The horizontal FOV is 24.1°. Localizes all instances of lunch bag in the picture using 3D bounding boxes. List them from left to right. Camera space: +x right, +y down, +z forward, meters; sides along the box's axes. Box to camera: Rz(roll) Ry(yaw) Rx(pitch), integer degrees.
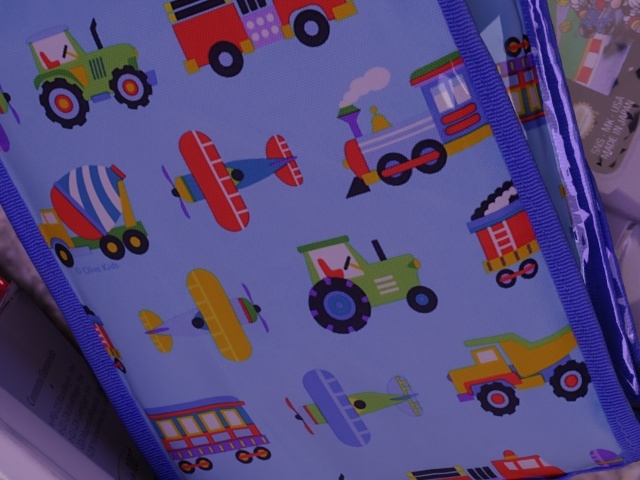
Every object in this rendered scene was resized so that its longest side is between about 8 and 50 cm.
[{"bbox_3d":[0.000,0.000,0.619,0.221,0.138,0.293,-14,103,25],"label":"lunch bag"}]

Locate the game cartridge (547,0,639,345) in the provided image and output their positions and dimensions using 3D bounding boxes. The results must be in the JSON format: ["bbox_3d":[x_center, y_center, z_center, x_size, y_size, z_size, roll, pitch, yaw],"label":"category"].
[{"bbox_3d":[0.182,-0.122,0.659,0.230,0.068,0.355,22,101,-6],"label":"game cartridge"}]

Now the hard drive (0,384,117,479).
[{"bbox_3d":[-0.103,0.229,0.606,0.353,0.047,0.233,43,101,-15],"label":"hard drive"}]

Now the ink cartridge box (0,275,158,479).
[{"bbox_3d":[-0.224,0.172,0.678,0.309,0.130,0.272,-37,103,8],"label":"ink cartridge box"}]
